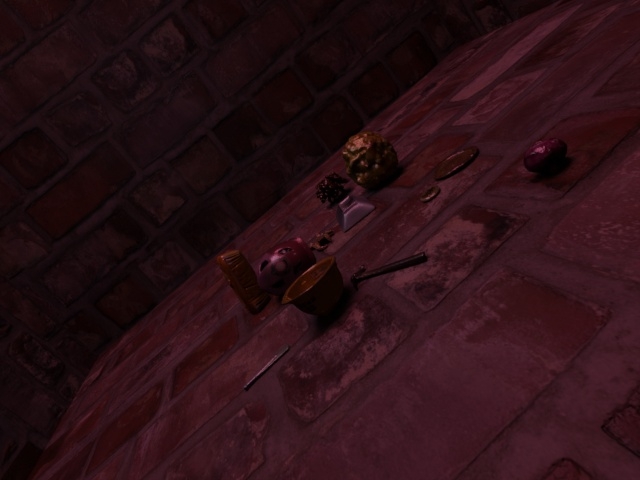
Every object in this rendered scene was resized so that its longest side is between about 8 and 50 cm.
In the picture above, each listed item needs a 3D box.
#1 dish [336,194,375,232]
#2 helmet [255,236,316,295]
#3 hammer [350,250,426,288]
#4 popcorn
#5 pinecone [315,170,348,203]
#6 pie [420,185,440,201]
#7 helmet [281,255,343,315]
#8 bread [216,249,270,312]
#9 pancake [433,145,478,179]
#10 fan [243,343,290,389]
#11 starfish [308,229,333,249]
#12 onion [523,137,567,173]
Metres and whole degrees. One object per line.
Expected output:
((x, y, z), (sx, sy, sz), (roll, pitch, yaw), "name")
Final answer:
((0.140, -0.148, 2.030), (0.182, 0.080, 0.243), (-38, 18, 5), "dish")
((-0.159, 0.115, 1.763), (0.253, 0.198, 0.154), (-44, -12, 28), "helmet")
((0.210, 0.085, 1.378), (0.297, 0.027, 0.125), (-23, 23, 43), "hammer")
((0.233, -0.397, 2.129), (0.282, 0.282, 0.247), (-35, 7, 17), "popcorn")
((0.063, -0.290, 2.433), (0.195, 0.150, 0.179), (-43, 17, -9), "pinecone")
((0.406, -0.172, 1.625), (0.085, 0.017, 0.085), (-37, 17, 13), "pie")
((-0.002, 0.170, 1.412), (0.205, 0.140, 0.257), (-33, 12, 27), "helmet")
((-0.336, 0.170, 1.899), (0.119, 0.288, 0.152), (-36, 15, -22), "bread")
((0.523, -0.304, 1.707), (0.199, 0.021, 0.199), (-36, 16, 12), "pancake")
((-0.172, 0.404, 1.399), (0.193, 0.016, 0.038), (-44, 19, -14), "fan")
((-0.006, -0.008, 2.034), (0.150, 0.053, 0.209), (-34, 16, 5), "starfish")
((0.618, -0.227, 1.197), (0.115, 0.115, 0.104), (-32, 63, 24), "onion")
